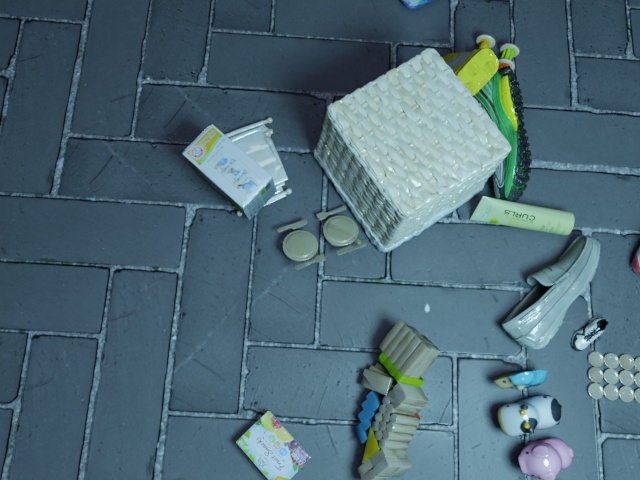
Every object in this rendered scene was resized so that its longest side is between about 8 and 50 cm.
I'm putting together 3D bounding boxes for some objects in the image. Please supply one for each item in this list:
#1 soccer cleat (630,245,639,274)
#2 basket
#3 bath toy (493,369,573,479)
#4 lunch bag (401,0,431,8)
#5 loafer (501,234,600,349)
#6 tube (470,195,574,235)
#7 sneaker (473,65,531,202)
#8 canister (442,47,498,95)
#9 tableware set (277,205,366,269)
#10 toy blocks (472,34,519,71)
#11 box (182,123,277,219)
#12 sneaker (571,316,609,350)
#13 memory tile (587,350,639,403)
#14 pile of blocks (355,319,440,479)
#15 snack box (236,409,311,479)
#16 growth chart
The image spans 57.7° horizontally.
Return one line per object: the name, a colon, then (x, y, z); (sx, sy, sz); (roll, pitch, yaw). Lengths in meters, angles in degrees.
soccer cleat: (0.846, -0.021, 1.432); (0.083, 0.095, 0.248); (30, 77, 6)
basket: (0.206, -0.204, 1.369); (0.328, 0.266, 0.331); (-32, 80, -11)
bath toy: (0.492, 0.460, 1.276); (0.151, 0.129, 0.348); (-15, 77, -6)
lunch bag: (0.294, -0.750, 1.603); (0.219, 0.090, 0.176); (-31, 78, -10)
loafer: (0.550, 0.108, 1.378); (0.111, 0.112, 0.319); (37, 77, -1)
tube: (0.501, -0.059, 1.440); (0.240, 0.062, 0.070); (10, 102, -4)
sneaker: (0.448, -0.257, 1.481); (0.146, 0.134, 0.343); (-11, 81, 32)
canister: (0.351, -0.424, 1.471); (0.126, 0.170, 0.073); (-46, 114, -2)
tableware set: (0.000, 0.000, 1.421); (0.194, 0.039, 0.128); (-20, 62, -13)
toy blocks: (0.453, -0.463, 1.553); (0.123, 0.054, 0.148); (22, 76, 4)
box: (-0.216, -0.163, 1.396); (0.203, 0.114, 0.103); (41, 82, 9)
sneaker: (0.644, 0.221, 1.388); (0.040, 0.044, 0.109); (44, 80, 7)
memory tile: (0.707, 0.325, 1.379); (0.148, 0.012, 0.113); (7, 75, 0)
pile of blocks: (0.172, 0.368, 1.313); (0.112, 0.149, 0.362); (24, 83, -40)
snack box: (-0.104, 0.466, 1.296); (0.100, 0.037, 0.141); (-43, 81, -10)
growth chart: (-0.174, -0.189, 1.473); (0.172, 0.021, 0.237); (-16, 77, -6)
